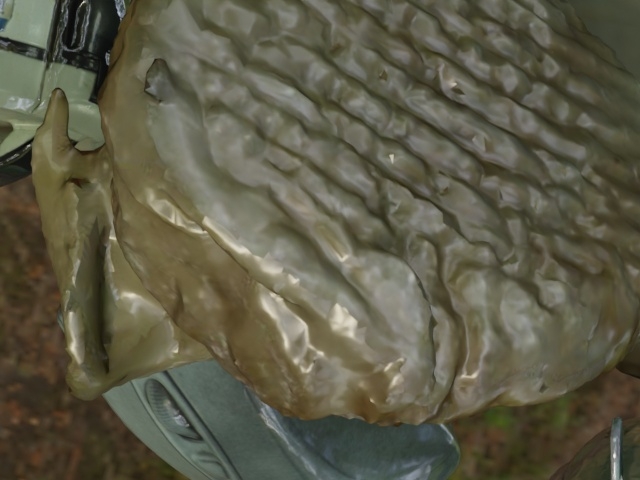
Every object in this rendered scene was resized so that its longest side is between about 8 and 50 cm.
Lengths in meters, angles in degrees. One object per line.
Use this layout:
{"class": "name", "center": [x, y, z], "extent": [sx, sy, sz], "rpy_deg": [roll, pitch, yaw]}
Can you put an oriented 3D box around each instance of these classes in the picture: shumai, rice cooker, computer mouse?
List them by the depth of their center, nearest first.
{"class": "shumai", "center": [0.000, 0.000, 0.956], "extent": [0.314, 0.262, 0.267], "rpy_deg": [14, 58, -25]}
{"class": "rice cooker", "center": [-0.206, -0.146, 1.133], "extent": [0.226, 0.226, 0.244], "rpy_deg": [23, 73, -51]}
{"class": "computer mouse", "center": [-0.044, 0.128, 1.441], "extent": [0.371, 0.188, 0.122], "rpy_deg": [39, 59, -41]}

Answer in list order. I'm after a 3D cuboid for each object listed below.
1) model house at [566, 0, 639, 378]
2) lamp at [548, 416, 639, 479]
{"class": "model house", "center": [0.344, -0.160, 1.134], "extent": [0.400, 0.395, 0.445], "rpy_deg": [-56, 141, -34]}
{"class": "lamp", "center": [0.208, 0.201, 1.186], "extent": [0.301, 0.247, 0.247], "rpy_deg": [-53, 147, -68]}
